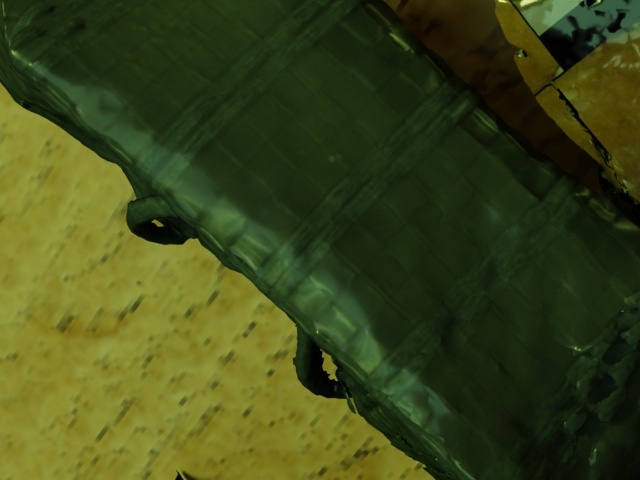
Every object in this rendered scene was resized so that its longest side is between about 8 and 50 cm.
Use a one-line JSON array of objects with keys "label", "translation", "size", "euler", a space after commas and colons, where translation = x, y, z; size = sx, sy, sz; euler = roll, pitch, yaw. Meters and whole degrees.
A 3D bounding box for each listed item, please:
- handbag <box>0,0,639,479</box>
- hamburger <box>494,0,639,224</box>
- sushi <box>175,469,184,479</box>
[{"label": "handbag", "translation": [0.000, 0.000, 0.533], "size": [0.270, 0.175, 0.088], "euler": [42, 74, 2]}, {"label": "hamburger", "translation": [0.161, -0.075, 0.461], "size": [0.231, 0.107, 0.231], "euler": [5, 110, 15]}, {"label": "sushi", "translation": [0.069, 0.232, 0.507], "size": [0.064, 0.343, 0.359], "euler": [-32, 95, 2]}]
